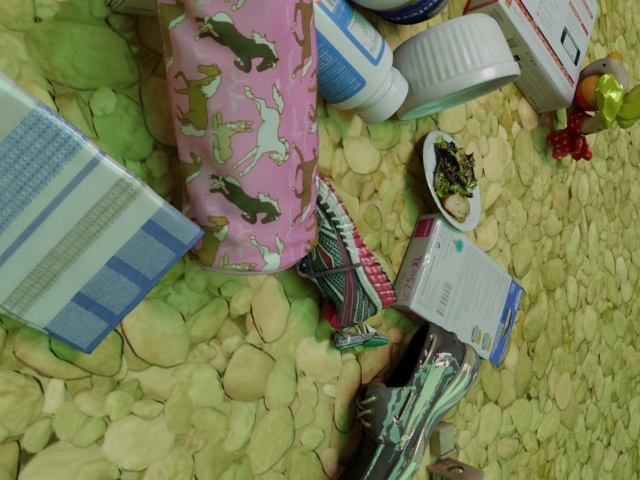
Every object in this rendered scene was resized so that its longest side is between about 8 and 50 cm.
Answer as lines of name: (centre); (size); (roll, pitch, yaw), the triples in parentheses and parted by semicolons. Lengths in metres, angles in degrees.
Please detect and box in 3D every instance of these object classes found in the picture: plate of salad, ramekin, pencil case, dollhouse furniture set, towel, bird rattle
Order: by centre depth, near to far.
towel: (-0.288, -0.021, 0.513); (0.209, 0.034, 0.285); (-45, 121, 6)
pencil case: (-0.090, -0.147, 0.587); (0.160, 0.167, 0.387); (-34, 128, -48)
ramekin: (0.212, -0.286, 0.866); (0.207, 0.207, 0.109); (-20, 93, -37)
dollhouse furniture set: (0.216, 0.451, 0.938); (0.160, 0.101, 0.182); (-10, 97, -38)
plate of salad: (0.255, -0.115, 0.970); (0.199, 0.048, 0.200); (21, 60, -40)
bird rattle: (0.623, -0.299, 1.179); (0.142, 0.253, 0.207); (7, 75, -5)

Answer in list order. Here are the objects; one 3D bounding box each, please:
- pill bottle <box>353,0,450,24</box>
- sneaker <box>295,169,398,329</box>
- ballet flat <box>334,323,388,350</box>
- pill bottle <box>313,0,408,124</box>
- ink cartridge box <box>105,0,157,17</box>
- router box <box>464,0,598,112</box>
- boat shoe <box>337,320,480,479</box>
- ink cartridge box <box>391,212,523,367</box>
pill bottle: (0.122, -0.404, 0.766); (0.264, 0.153, 0.153); (-35, 115, -64)
sneaker: (0.000, 0.000, 0.756); (0.112, 0.121, 0.299); (-32, 105, -2)
ballet flat: (0.068, 0.156, 0.858); (0.114, 0.041, 0.041); (4, 88, -40)
pill bottle: (0.027, -0.271, 0.763); (0.221, 0.124, 0.124); (36, 69, -34)
ink cartridge box: (-0.176, -0.385, 0.618); (0.158, 0.092, 0.218); (-9, 99, -38)
router box: (0.477, -0.505, 1.147); (0.335, 0.082, 0.301); (35, 69, -34)
boat shoe: (0.115, 0.283, 0.860); (0.130, 0.132, 0.355); (43, 67, -2)
ink cartridge box: (0.272, 0.105, 1.004); (0.311, 0.065, 0.186); (34, 70, -31)
